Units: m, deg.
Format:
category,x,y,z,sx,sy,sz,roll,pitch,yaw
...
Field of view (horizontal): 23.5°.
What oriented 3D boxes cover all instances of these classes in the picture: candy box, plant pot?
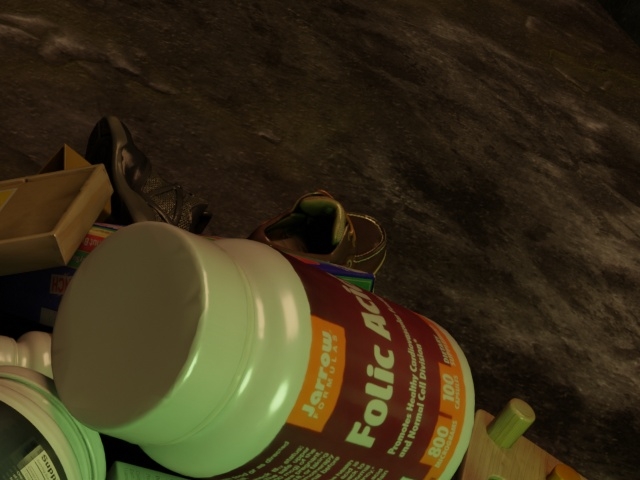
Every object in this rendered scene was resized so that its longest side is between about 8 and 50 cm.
category,x,y,z,sx,sy,sz,roll,pitch,yaw
candy box,-0.148,0.055,1.686,0.317,0.122,0.268,6,5,-45
plant pot,-0.300,-0.050,1.868,0.083,0.081,0.081,32,27,-29

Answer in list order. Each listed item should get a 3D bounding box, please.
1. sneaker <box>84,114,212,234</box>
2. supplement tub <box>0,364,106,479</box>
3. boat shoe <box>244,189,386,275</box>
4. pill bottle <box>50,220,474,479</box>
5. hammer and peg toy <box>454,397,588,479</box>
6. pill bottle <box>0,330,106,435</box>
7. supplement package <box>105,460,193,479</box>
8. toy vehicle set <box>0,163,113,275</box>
category,x,y,z,sx,sy,sz,roll,pitch,yaw
sneaker,-0.221,-0.059,1.960,0.130,0.087,0.227,10,40,-41
supplement tub,-0.319,0.234,1.295,0.191,0.191,0.272,38,29,6
boat shoe,0.000,0.000,2.058,0.123,0.123,0.342,47,31,22
pill bottle,-0.047,0.126,1.452,0.392,0.224,0.224,25,27,-47
hammer and peg toy,0.252,0.355,1.684,0.266,0.127,0.361,34,28,-6
pill bottle,-0.269,0.145,1.583,0.169,0.094,0.094,15,34,-33
supplement package,-0.106,0.323,1.445,0.244,0.134,0.139,19,33,-27
toy vehicle set,-0.363,-0.010,1.595,0.166,0.267,0.035,-69,146,-60
